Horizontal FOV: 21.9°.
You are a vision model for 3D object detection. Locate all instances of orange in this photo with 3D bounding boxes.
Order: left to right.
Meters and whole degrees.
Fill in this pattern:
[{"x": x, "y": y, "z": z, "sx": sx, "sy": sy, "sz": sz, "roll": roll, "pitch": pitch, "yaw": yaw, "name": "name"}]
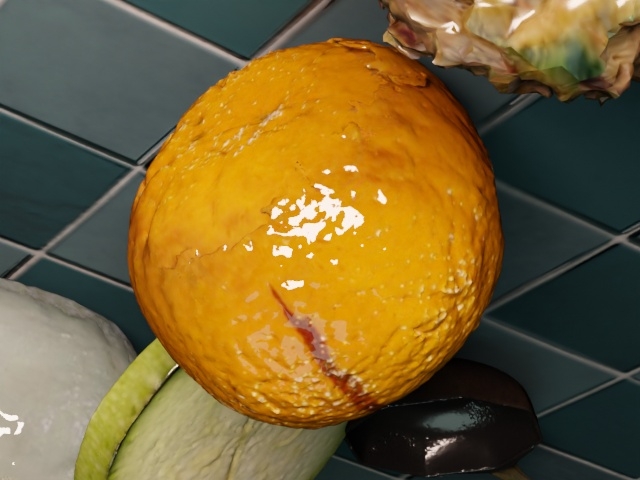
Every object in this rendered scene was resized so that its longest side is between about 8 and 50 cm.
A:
[{"x": 0.000, "y": 0.000, "z": 0.793, "sx": 0.193, "sy": 0.193, "sz": 0.161, "roll": -19, "pitch": 124, "yaw": 35, "name": "orange"}]

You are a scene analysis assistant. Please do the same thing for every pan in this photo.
[{"x": 0.091, "y": 0.134, "z": 1.139, "sx": 0.128, "sy": 0.048, "sz": 0.202, "roll": -6, "pitch": 148, "yaw": 13, "name": "pan"}]

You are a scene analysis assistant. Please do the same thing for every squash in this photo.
[{"x": -0.055, "y": 0.106, "z": 1.001, "sx": 0.041, "sy": 0.219, "sz": 0.219, "roll": 40, "pitch": 165, "yaw": 31, "name": "squash"}]

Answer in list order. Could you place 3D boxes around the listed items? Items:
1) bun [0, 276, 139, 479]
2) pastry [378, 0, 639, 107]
[{"x": -0.272, "y": 0.155, "z": 1.093, "sx": 0.354, "sy": 0.194, "sz": 0.354, "roll": 5, "pitch": 147, "yaw": 3, "name": "bun"}, {"x": 0.090, "y": -0.150, "z": 0.531, "sx": 0.275, "sy": 0.193, "sz": 0.275, "roll": 5, "pitch": 148, "yaw": 3, "name": "pastry"}]
